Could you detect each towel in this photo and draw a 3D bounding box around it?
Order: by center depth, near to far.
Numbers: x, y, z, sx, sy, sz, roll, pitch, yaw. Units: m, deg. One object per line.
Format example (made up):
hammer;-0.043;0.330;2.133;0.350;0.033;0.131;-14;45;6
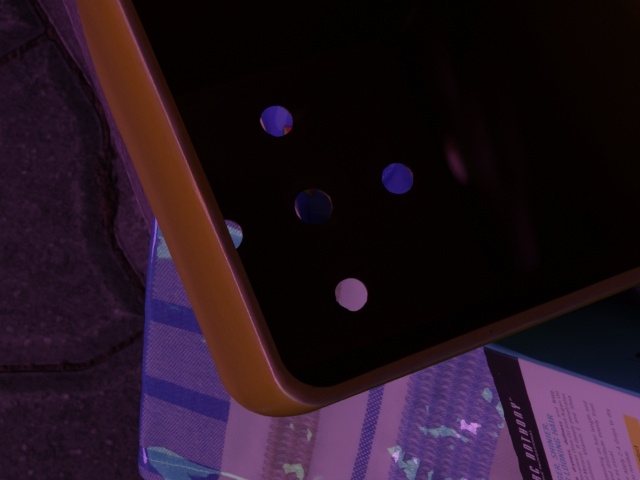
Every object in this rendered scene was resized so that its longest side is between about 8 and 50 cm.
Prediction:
towel;0.033;0.097;0.783;0.285;0.034;0.209;21;130;14

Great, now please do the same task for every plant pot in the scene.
plant pot;0.019;-0.043;0.616;0.212;0.212;0.187;66;158;12

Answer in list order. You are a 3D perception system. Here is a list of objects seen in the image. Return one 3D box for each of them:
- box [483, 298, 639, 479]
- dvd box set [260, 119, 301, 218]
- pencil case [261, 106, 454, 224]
box;0.159;0.092;0.573;0.244;0.060;0.100;15;126;64
dvd box set;0.000;0.000;1.186;0.307;0.062;0.420;-133;25;-60
pencil case;0.009;-0.114;0.821;0.133;0.119;0.306;112;136;-65
